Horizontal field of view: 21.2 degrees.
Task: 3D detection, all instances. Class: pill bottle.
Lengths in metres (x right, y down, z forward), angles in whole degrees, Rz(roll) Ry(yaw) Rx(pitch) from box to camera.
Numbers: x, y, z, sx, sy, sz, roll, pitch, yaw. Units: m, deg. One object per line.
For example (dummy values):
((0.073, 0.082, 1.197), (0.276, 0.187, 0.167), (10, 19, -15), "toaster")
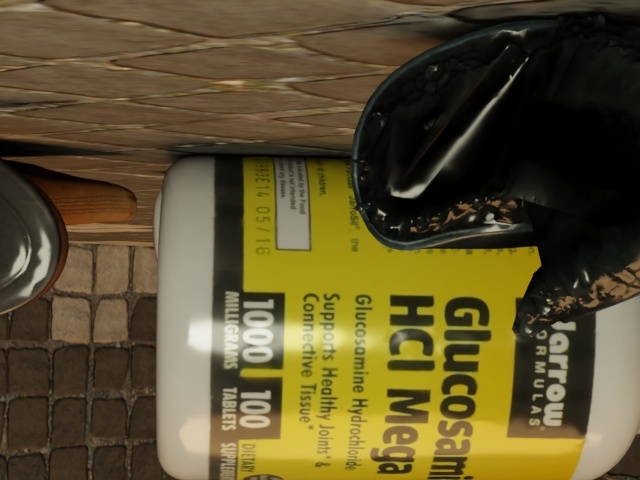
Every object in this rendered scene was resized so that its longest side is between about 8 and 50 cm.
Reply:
((0.074, 0.047, 0.987), (0.333, 0.188, 0.188), (1, 178, -3), "pill bottle")

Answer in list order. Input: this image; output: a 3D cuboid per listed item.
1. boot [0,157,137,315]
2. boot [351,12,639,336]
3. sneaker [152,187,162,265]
((-0.180, -0.008, 0.877), (0.264, 0.096, 0.280), (0, 179, 26), "boot")
((0.156, -0.013, 0.518), (0.246, 0.094, 0.207), (7, -175, 30), "boot")
((0.000, 0.000, 1.182), (0.104, 0.095, 0.236), (-11, 170, 41), "sneaker")
